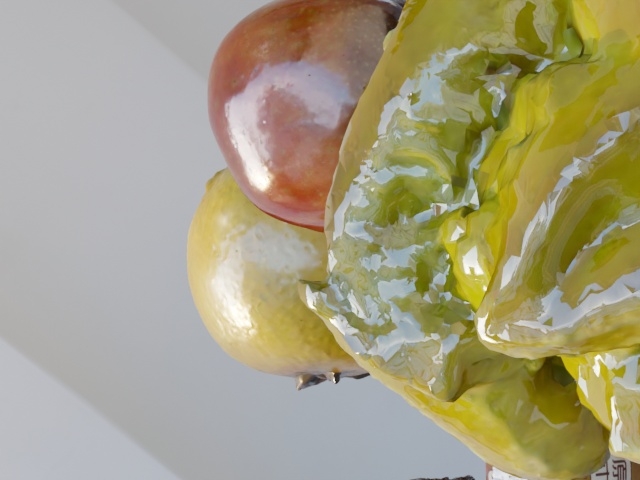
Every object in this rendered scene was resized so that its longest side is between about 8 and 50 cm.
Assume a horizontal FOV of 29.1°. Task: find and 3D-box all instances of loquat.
[{"bbox_3d":[0.000,0.000,1.457,0.328,0.329,0.359,179,91,-79],"label":"loquat"}]

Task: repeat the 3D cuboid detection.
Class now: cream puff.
[{"bbox_3d":[0.150,-0.029,0.469,0.257,0.291,0.324,-16,26,-39],"label":"cream puff"}]

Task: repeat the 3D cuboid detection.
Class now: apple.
[{"bbox_3d":[0.021,-0.121,1.106,0.230,0.230,0.230,-48,9,10],"label":"apple"}]

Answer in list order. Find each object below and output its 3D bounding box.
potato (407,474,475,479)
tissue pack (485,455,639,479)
[{"bbox_3d":[0.086,0.389,1.310,0.229,0.265,0.229,-9,-11,-2],"label":"potato"},{"bbox_3d":[0.230,0.223,1.117,0.092,0.183,0.226,-11,79,47],"label":"tissue pack"}]
